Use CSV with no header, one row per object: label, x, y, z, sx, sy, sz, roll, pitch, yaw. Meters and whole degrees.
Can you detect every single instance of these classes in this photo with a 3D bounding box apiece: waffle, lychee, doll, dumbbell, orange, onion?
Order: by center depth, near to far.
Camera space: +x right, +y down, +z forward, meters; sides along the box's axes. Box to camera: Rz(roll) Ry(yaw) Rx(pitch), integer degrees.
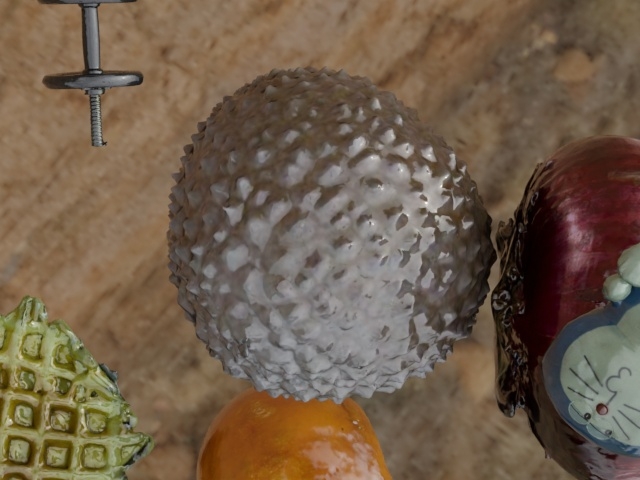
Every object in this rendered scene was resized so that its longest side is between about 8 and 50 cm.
doll,0.130,0.049,0.592,0.083,0.076,0.050,-50,170,22
dumbbell,-0.155,-0.137,1.015,0.069,0.069,0.147,-10,102,-42
onion,0.259,0.063,1.254,0.314,0.232,0.314,0,90,-82
lychee,-0.001,-0.001,1.297,0.300,0.300,0.300,-27,135,-31
orange,-0.026,0.304,1.786,0.226,0.284,0.284,-21,135,-9
waffle,-0.386,0.240,1.876,0.297,0.317,0.073,-38,-176,-12
